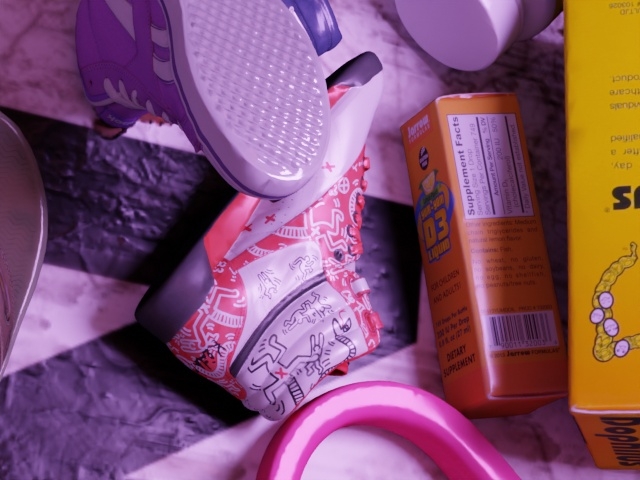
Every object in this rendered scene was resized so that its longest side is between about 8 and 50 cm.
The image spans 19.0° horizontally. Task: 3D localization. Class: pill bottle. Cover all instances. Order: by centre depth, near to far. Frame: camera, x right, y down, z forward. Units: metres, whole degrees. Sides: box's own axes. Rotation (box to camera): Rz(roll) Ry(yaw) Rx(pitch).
[{"bbox_3d":[0.157,-0.230,1.490,0.119,0.119,0.208,47,61,-5],"label":"pill bottle"}]

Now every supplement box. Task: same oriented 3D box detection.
[{"bbox_3d":[0.284,-0.025,1.399,0.195,0.194,0.357,-3,71,14],"label":"supplement box"},{"bbox_3d":[0.121,0.011,1.419,0.080,0.078,0.233,-1,73,-22],"label":"supplement box"}]

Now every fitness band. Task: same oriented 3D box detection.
[{"bbox_3d":[0.071,0.234,1.336,0.209,0.054,0.291,-41,94,-30],"label":"fitness band"}]

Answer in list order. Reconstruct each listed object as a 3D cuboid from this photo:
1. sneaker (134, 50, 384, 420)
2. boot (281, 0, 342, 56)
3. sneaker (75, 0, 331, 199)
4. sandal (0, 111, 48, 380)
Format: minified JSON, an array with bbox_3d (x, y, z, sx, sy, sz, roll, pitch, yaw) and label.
[{"bbox_3d":[-0.001,0.001,1.360,0.145,0.090,0.270,41,65,-9],"label":"sneaker"},{"bbox_3d":[-0.063,-0.206,1.416,0.086,0.069,0.190,-35,98,-37],"label":"boot"},{"bbox_3d":[-0.088,-0.105,1.300,0.102,0.161,0.282,1,48,-32],"label":"sneaker"},{"bbox_3d":[-0.242,0.047,1.231,0.120,0.086,0.303,17,67,-19],"label":"sandal"}]
